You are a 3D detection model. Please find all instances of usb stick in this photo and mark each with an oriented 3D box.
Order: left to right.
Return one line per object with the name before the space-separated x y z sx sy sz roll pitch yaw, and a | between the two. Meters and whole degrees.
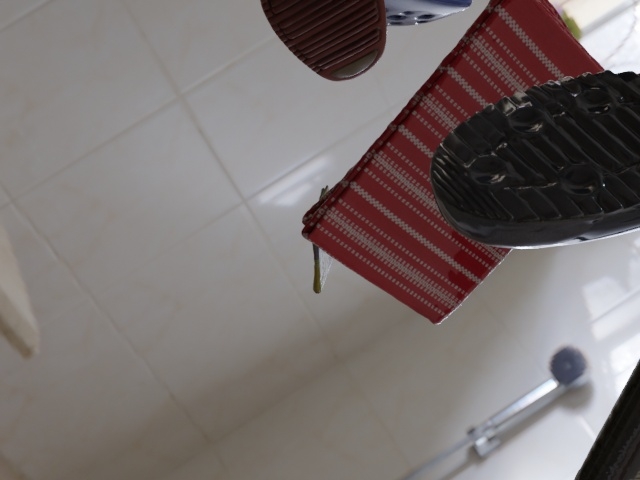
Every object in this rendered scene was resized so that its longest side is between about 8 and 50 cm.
usb stick | 0.284 0.190 0.958 0.045 0.077 0.278 -89 -173 -46

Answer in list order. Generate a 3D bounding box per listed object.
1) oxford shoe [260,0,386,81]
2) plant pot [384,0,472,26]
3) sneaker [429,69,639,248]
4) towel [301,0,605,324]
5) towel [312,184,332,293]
oxford shoe | -0.031 -0.316 1.071 0.348 0.123 0.130 60 8 -40
plant pot | 0.044 -0.403 1.433 0.212 0.235 0.236 -17 -106 53
sneaker | 0.212 -0.038 0.658 0.131 0.318 0.112 93 -23 -50
towel | 0.131 -0.068 0.907 0.199 0.275 0.031 34 11 -37
towel | 0.000 0.000 0.943 0.060 0.009 0.083 -67 157 -57
